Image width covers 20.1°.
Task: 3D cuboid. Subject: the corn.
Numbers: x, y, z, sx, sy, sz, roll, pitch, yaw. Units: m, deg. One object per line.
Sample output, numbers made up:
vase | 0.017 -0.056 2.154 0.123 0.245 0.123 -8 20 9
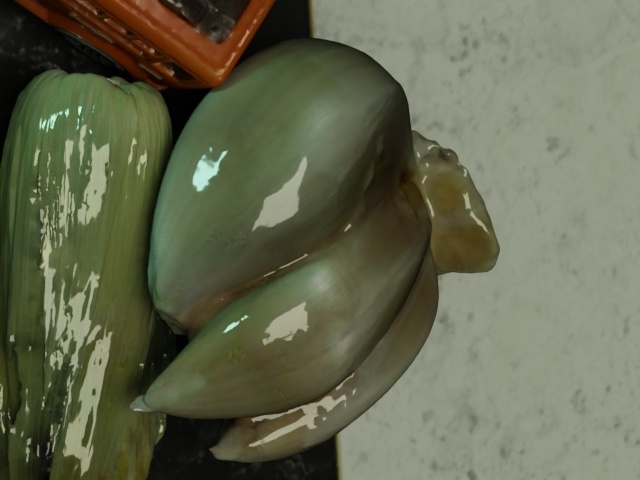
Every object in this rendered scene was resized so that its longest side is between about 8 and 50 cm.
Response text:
corn | -0.162 0.038 1.217 0.122 0.123 0.305 4 98 3

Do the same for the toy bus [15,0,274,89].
toy bus | -0.180 -0.231 1.149 0.329 0.153 0.143 35 82 -29

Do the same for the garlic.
garlic | -0.001 0.001 1.245 0.325 0.132 0.279 -35 117 -50
